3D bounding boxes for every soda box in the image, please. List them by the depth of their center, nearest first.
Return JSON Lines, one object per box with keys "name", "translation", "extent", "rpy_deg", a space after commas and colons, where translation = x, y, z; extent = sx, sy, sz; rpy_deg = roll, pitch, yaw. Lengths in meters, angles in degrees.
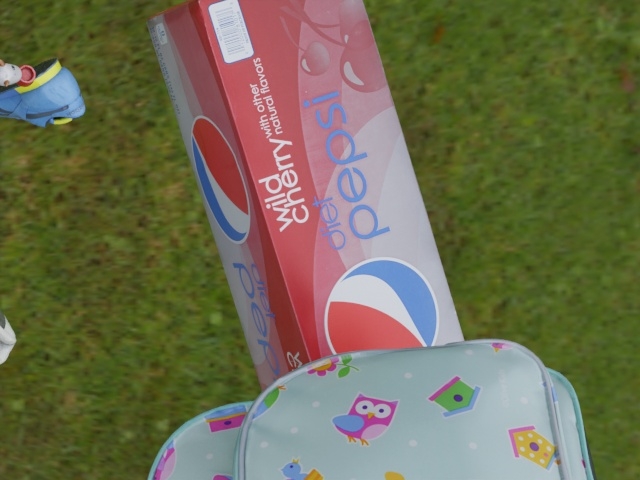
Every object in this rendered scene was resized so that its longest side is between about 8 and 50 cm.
{"name": "soda box", "translation": [0.000, 0.000, 0.791], "extent": [0.083, 0.092, 0.263], "rpy_deg": [-19, 97, -21]}

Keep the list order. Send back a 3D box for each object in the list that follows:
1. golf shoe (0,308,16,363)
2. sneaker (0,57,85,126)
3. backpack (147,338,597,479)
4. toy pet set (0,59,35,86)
{"name": "golf shoe", "translation": [-0.303, 0.061, 1.072], "extent": [0.120, 0.105, 0.273], "rpy_deg": [41, 25, 6]}
{"name": "sneaker", "translation": [-0.358, -0.166, 1.960], "extent": [0.069, 0.209, 0.082], "rpy_deg": [-48, 115, -28]}
{"name": "backpack", "translation": [0.020, 0.130, 0.622], "extent": [0.144, 0.188, 0.166], "rpy_deg": [74, 7, -50]}
{"name": "toy pet set", "translation": [-0.239, -0.152, 1.022], "extent": [0.114, 0.065, 0.122], "rpy_deg": [-18, 93, -28]}
